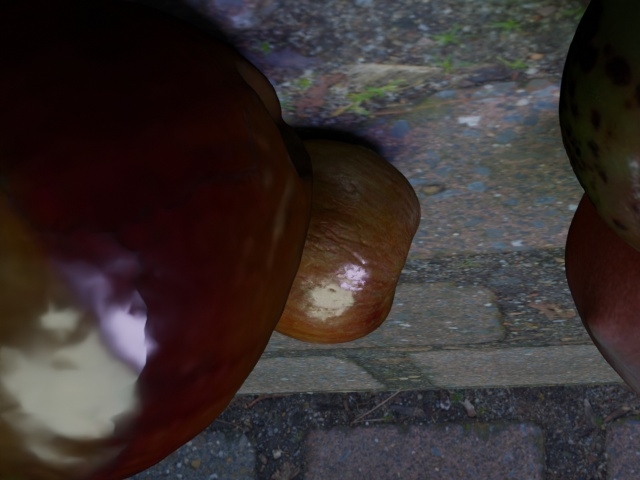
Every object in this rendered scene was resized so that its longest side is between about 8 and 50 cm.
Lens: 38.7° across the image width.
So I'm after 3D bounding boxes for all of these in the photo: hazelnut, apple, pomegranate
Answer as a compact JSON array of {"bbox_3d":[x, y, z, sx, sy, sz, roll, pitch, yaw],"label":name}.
[{"bbox_3d":[-0.211,0.012,0.716,0.429,0.402,0.402,-24,152,29],"label":"hazelnut"},{"bbox_3d":[0.000,0.000,0.941,0.188,0.211,0.211,22,163,5],"label":"apple"},{"bbox_3d":[0.306,-0.117,0.599,0.306,0.242,0.242,-33,170,-16],"label":"pomegranate"}]

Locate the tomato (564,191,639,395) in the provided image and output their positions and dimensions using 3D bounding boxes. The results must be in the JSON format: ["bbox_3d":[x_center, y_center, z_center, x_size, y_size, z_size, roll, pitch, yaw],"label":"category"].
[{"bbox_3d":[0.385,0.028,0.838,0.322,0.321,0.321,1,162,0],"label":"tomato"}]
